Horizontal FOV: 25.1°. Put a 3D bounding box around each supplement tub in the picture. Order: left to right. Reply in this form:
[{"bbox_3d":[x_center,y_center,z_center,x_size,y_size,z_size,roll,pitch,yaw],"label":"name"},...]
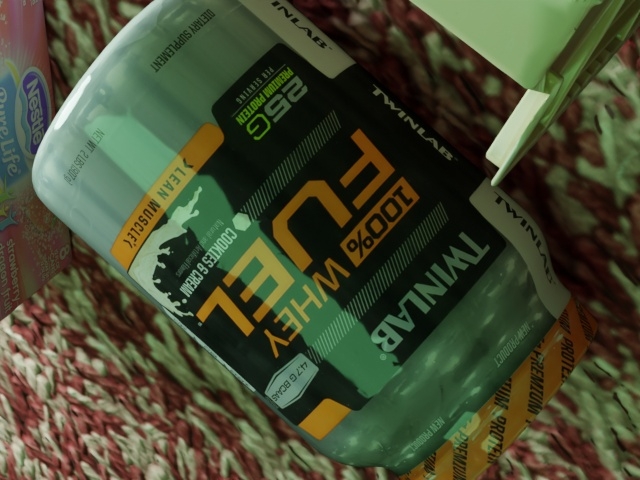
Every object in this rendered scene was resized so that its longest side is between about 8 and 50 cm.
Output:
[{"bbox_3d":[0.000,0.000,0.869,0.316,0.193,0.193,41,133,3],"label":"supplement tub"}]

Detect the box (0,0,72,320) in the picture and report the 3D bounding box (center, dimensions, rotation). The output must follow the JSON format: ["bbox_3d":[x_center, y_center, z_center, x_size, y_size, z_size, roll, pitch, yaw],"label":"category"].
[{"bbox_3d":[-0.289,-0.091,1.032,0.154,0.142,0.300,16,127,24],"label":"box"}]

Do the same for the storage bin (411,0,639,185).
[{"bbox_3d":[0.045,-0.186,0.673,0.262,0.260,0.123,38,129,6],"label":"storage bin"}]
